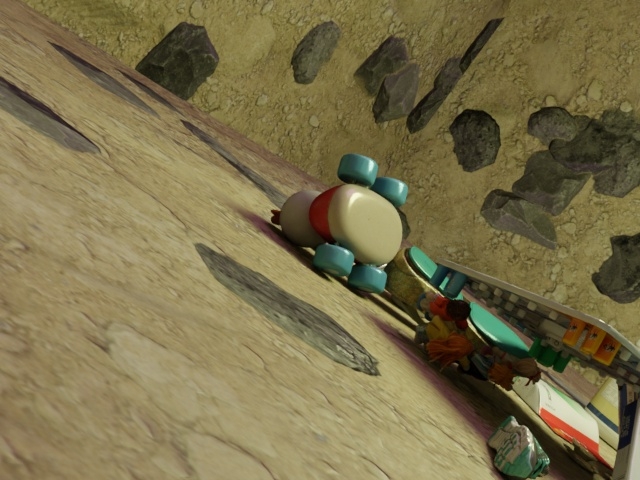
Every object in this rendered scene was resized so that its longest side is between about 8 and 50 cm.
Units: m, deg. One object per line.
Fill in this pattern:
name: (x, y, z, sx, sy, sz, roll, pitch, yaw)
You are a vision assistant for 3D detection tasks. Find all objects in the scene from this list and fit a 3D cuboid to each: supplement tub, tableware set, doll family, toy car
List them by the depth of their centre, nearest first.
doll family: (0.258, 0.199, 1.572, 0.263, 0.118, 0.163, 39, -12, -15)
tableware set: (0.508, 0.415, 1.653, 0.169, 0.020, 0.141, 37, 6, 12)
toy car: (0.014, -0.033, 1.768, 0.238, 0.219, 0.210, 4, -17, 40)
supplement tub: (0.817, 0.377, 2.230, 0.228, 0.316, 0.228, 36, 6, -4)

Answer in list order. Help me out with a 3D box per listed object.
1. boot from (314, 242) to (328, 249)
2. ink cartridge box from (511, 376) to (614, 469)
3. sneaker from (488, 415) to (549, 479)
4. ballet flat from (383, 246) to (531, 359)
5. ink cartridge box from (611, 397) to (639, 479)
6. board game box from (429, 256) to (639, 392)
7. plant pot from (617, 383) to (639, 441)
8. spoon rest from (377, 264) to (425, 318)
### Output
boot: (0.000, 0.000, 1.927, 0.106, 0.037, 0.114, 50, 11, 6)
ink cartridge box: (0.507, 0.364, 1.889, 0.181, 0.056, 0.224, 33, 5, -20)
sneaker: (0.269, 0.280, 1.191, 0.076, 0.065, 0.166, 40, 8, 2)
ballet flat: (0.260, 0.155, 1.812, 0.348, 0.123, 0.123, 41, 6, -6)
ink cartridge box: (0.532, 0.380, 1.355, 0.224, 0.045, 0.223, 35, 47, -5)
board game box: (0.419, 0.182, 1.556, 0.390, 0.050, 0.390, 35, -7, -35)
plant pot: (0.679, 0.329, 1.712, 0.212, 0.235, 0.236, 2, -10, 6)
spoon rest: (0.169, 0.095, 1.926, 0.137, 0.084, 0.276, 41, 9, 39)
